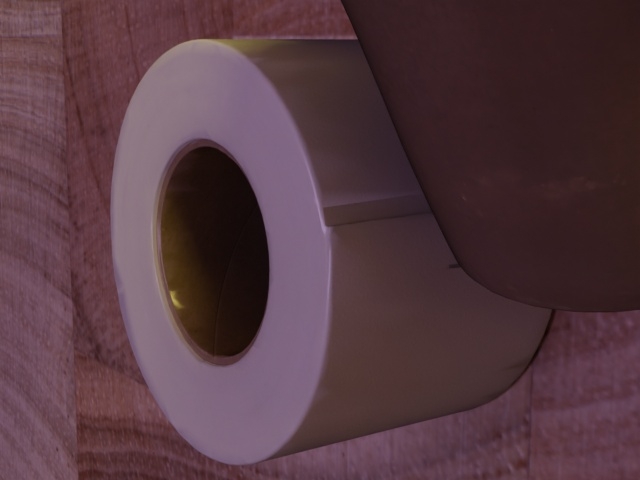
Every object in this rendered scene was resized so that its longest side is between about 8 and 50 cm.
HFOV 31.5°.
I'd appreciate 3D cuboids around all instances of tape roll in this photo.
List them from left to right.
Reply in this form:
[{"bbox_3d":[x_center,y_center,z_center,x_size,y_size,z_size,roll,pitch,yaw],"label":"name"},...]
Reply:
[{"bbox_3d":[0.000,0.000,0.692,0.246,0.169,0.246,12,105,52],"label":"tape roll"}]

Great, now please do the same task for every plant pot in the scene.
[{"bbox_3d":[0.116,-0.103,0.483,0.263,0.263,0.229,24,134,50],"label":"plant pot"}]
